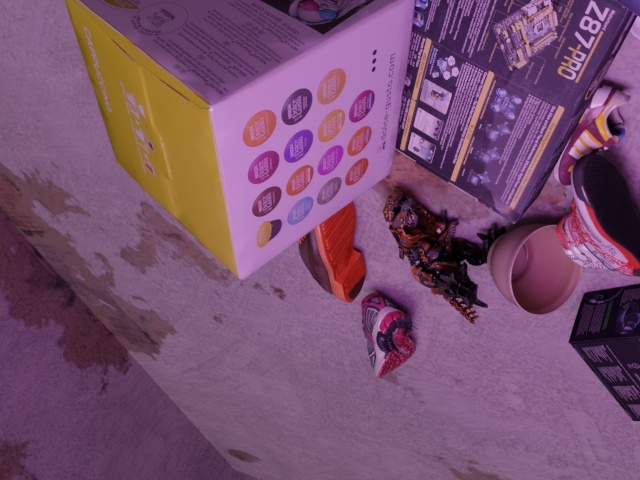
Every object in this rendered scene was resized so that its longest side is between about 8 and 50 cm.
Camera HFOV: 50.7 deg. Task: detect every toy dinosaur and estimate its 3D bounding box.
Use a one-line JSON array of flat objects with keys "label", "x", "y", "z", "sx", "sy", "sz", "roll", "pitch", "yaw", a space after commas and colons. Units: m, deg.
[{"label": "toy dinosaur", "x": 0.246, "y": 0.036, "z": 1.331, "sx": 0.322, "sy": 0.164, "sz": 0.218, "roll": 33, "pitch": 167, "yaw": -35}]

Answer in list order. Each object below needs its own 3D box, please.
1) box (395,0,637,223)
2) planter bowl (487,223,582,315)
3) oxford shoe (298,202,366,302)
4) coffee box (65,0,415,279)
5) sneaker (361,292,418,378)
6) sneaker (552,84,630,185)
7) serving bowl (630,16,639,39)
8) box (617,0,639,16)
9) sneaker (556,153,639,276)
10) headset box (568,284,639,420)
[{"label": "box", "x": 0.218, "y": -0.246, "z": 0.946, "sx": 0.318, "sy": 0.097, "sz": 0.395, "roll": 36, "pitch": 148, "yaw": 20}, {"label": "planter bowl", "x": 0.368, "y": 0.042, "z": 1.209, "sx": 0.162, "sy": 0.162, "sz": 0.109, "roll": 51, "pitch": 168, "yaw": -26}, {"label": "oxford shoe", "x": 0.000, "y": 0.000, "z": 1.462, "sx": 0.133, "sy": 0.130, "sz": 0.363, "roll": 20, "pitch": 145, "yaw": 28}, {"label": "coffee box", "x": -0.112, "y": -0.219, "z": 0.993, "sx": 0.338, "sy": 0.334, "sz": 0.337, "roll": 40, "pitch": 152, "yaw": 27}, {"label": "sneaker", "x": 0.162, "y": 0.235, "z": 1.661, "sx": 0.112, "sy": 0.121, "sz": 0.299, "roll": 48, "pitch": 158, "yaw": 32}, {"label": "sneaker", "x": 0.401, "y": -0.145, "z": 1.001, "sx": 0.084, "sy": 0.069, "sz": 0.185, "roll": 21, "pitch": 146, "yaw": 25}, {"label": "serving bowl", "x": 0.425, "y": -0.287, "z": 0.837, "sx": 0.083, "sy": 0.027, "sz": 0.083, "roll": 21, "pitch": 146, "yaw": 15}, {"label": "box", "x": 0.319, "y": -0.415, "z": 0.623, "sx": 0.296, "sy": 0.182, "sz": 0.294, "roll": 33, "pitch": 145, "yaw": -2}, {"label": "sneaker", "x": 0.422, "y": -0.033, "z": 1.066, "sx": 0.270, "sy": 0.090, "sz": 0.145, "roll": 40, "pitch": 164, "yaw": -30}, {"label": "headset box", "x": 0.639, "y": 0.195, "z": 1.190, "sx": 0.246, "sy": 0.131, "sz": 0.283, "roll": 46, "pitch": 144, "yaw": -19}]
